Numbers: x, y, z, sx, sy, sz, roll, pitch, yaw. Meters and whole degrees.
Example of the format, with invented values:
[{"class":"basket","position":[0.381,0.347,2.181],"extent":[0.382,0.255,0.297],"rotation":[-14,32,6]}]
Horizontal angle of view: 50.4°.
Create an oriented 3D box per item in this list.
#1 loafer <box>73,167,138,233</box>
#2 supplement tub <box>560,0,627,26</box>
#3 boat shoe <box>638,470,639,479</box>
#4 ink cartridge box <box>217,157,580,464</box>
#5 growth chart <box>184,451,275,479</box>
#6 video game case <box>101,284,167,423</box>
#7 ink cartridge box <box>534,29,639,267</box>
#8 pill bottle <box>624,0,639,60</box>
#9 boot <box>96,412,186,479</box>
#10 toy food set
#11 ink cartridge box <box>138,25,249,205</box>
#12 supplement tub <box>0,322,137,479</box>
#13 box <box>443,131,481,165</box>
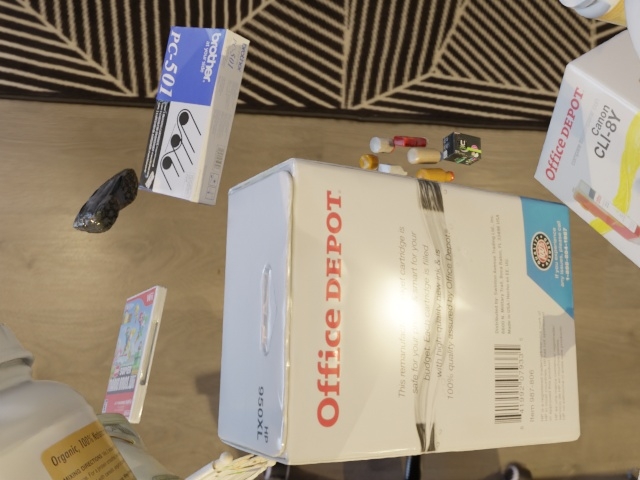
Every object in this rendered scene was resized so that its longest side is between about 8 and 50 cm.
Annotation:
[{"class":"loafer","position":[-0.458,-0.090,1.461],"extent":[0.078,0.223,0.076],"rotation":[-3,123,13]},{"class":"supplement tub","position":[0.571,-0.489,1.297],"extent":[0.200,0.144,0.144],"rotation":[5,102,-21]},{"class":"boat shoe","position":[0.353,0.246,0.652],"extent":[0.100,0.035,0.035],"rotation":[26,80,2]},{"class":"ink cartridge box","position":[0.096,0.085,0.775],"extent":[0.395,0.166,0.285],"rotation":[7,79,-31]},{"class":"growth chart","position":[-0.144,0.336,0.944],"extent":[0.172,0.237,0.021],"rotation":[-31,68,2]},{"class":"video game case","position":[-0.408,0.251,1.475],"extent":[0.025,0.204,0.285],"rotation":[19,67,-29]},{"class":"ink cartridge box","position":[0.551,-0.108,1.081],"extent":[0.160,0.384,0.279],"rotation":[-29,147,-17]},{"class":"pill bottle","position":[0.276,-0.170,0.260],"extent":[0.204,0.361,0.204],"rotation":[0,84,0]},{"class":"boot","position":[-0.247,0.261,0.716],"extent":[0.213,0.165,0.077],"rotation":[3,112,-55]},{"class":"toy food set","position":[0.212,-0.199,1.659],"extent":[0.105,0.232,0.111],"rotation":[-5,104,-39]},{"class":"ink cartridge box","position":[-0.157,-0.153,0.836],"extent":[0.097,0.046,0.207],"rotation":[14,93,33]},{"class":"supplement tub","position":[-0.212,0.236,0.441],"extent":[0.228,0.228,0.316],"rotation":[-34,85,0]},{"class":"box","position":[0.361,-0.234,1.734],"extent":[0.083,0.052,0.062],"rotation":[8,73,-22]}]
